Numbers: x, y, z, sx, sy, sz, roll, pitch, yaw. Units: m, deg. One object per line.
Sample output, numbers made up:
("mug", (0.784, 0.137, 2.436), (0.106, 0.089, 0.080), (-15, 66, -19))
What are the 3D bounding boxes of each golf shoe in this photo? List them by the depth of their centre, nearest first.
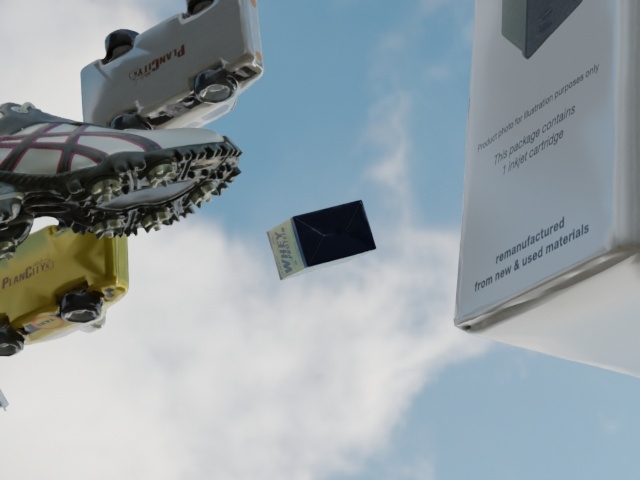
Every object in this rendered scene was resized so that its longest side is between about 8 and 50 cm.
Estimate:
("golf shoe", (-0.196, -0.061, 1.165), (0.273, 0.120, 0.105), (-12, -28, -17))

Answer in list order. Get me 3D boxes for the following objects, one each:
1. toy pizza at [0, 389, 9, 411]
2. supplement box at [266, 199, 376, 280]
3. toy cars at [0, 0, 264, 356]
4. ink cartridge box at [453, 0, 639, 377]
("toy pizza", (-0.423, 0.116, 1.773), (0.032, 0.201, 0.201), (-29, -60, -13))
("supplement box", (0.000, 0.000, 1.602), (0.083, 0.083, 0.056), (-14, -96, -23))
("toy cars", (-0.165, -0.049, 1.294), (0.087, 0.176, 0.393), (26, -82, -48))
("ink cartridge box", (0.171, -0.083, 0.604), (0.198, 0.273, 0.115), (15, -24, -22))
